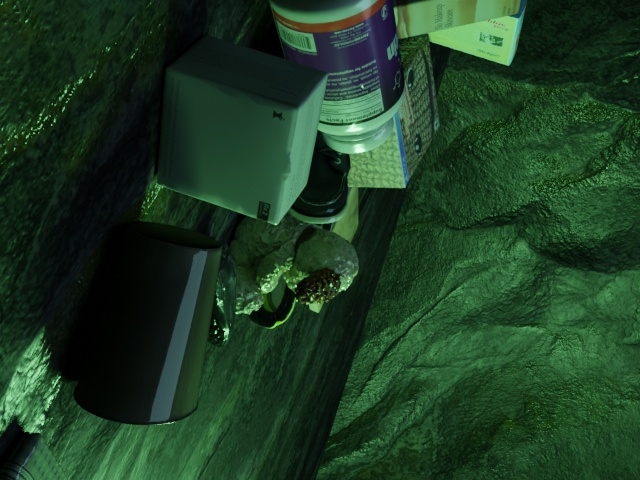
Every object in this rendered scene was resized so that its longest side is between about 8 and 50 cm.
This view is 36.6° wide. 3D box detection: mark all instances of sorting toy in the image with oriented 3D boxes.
[{"bbox_3d":[0.000,0.000,2.243,0.257,0.089,0.255,86,27,-65],"label":"sorting toy"}]

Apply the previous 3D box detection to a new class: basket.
[{"bbox_3d":[-0.215,0.100,1.260,0.204,0.154,0.227,-21,126,-73],"label":"basket"}]

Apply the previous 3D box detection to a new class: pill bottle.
[{"bbox_3d":[0.035,-0.293,1.515,0.323,0.181,0.181,74,35,-49],"label":"pill bottle"}]

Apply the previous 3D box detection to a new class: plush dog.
[{"bbox_3d":[-0.038,0.021,1.743,0.262,0.225,0.210,-50,157,-60],"label":"plush dog"}]

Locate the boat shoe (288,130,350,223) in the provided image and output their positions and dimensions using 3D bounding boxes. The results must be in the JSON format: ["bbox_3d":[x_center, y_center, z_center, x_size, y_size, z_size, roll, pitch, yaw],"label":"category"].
[{"bbox_3d":[-0.007,-0.150,1.730,0.340,0.127,0.113,-84,179,-59],"label":"boat shoe"}]

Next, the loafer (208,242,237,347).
[{"bbox_3d":[-0.170,0.096,1.629,0.078,0.076,0.223,-51,156,-38],"label":"loafer"}]

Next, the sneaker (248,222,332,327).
[{"bbox_3d":[-0.067,0.048,2.024,0.300,0.111,0.121,-62,177,-12],"label":"sneaker"}]

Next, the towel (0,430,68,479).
[{"bbox_3d":[-0.404,0.429,1.196,0.324,0.056,0.312,91,19,-53],"label":"towel"}]

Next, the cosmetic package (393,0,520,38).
[{"bbox_3d":[0.246,-0.512,1.950,0.153,0.296,0.129,55,24,-75],"label":"cosmetic package"}]

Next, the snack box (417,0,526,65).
[{"bbox_3d":[0.280,-0.499,2.119,0.187,0.322,0.060,79,33,-69],"label":"snack box"}]

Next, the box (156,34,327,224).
[{"bbox_3d":[-0.104,-0.145,1.265,0.119,0.182,0.181,-58,164,-53],"label":"box"}]

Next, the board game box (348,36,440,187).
[{"bbox_3d":[0.149,-0.288,2.149,0.291,0.141,0.232,-57,143,-49],"label":"board game box"}]
